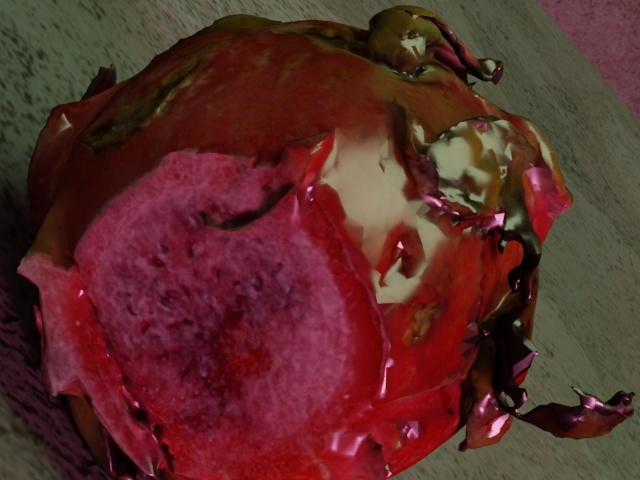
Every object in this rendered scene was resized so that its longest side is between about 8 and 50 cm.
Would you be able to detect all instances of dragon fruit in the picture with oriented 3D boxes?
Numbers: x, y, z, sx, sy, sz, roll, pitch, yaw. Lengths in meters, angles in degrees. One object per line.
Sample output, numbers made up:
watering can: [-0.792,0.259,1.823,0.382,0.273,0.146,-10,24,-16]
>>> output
dragon fruit: [0.000,0.000,0.875,0.250,0.269,0.291,65,23,-4]
